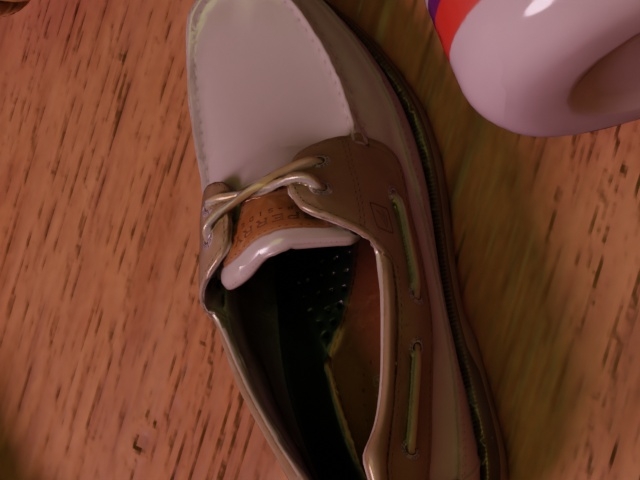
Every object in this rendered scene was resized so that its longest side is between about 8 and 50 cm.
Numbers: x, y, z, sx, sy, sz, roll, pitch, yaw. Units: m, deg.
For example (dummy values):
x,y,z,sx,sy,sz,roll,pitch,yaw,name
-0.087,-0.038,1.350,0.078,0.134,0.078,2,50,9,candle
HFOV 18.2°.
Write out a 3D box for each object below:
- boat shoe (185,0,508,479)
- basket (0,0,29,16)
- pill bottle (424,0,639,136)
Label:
x,y,z,sx,sy,sz,roll,pitch,yaw,name
0.000,0.000,0.933,0.113,0.103,0.302,-29,71,21,boat shoe
-0.233,-0.248,1.024,0.223,0.213,0.299,-30,72,24,basket
0.094,-0.220,0.867,0.181,0.181,0.323,-28,72,22,pill bottle
